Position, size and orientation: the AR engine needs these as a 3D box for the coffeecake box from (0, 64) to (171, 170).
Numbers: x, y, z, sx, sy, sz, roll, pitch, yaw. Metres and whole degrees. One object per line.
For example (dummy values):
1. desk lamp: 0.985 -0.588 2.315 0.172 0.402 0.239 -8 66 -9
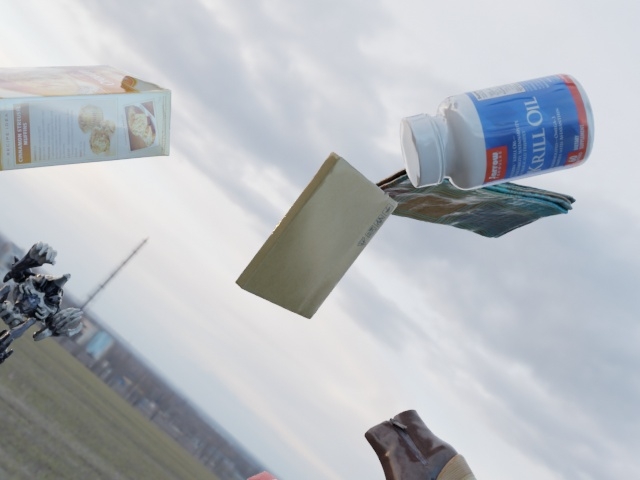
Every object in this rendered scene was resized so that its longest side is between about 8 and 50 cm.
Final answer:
1. coffeecake box: -0.257 -0.120 0.736 0.142 0.185 0.068 30 -58 46

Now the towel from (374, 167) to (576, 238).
1. towel: 0.277 -0.073 1.564 0.370 0.040 0.271 10 -16 -24

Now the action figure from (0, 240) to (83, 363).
1. action figure: -0.464 0.099 1.271 0.164 0.141 0.275 61 15 -10

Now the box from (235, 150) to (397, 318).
1. box: 0.000 0.000 0.998 0.021 0.201 0.164 40 5 36

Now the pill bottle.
1. pill bottle: 0.219 -0.132 0.991 0.124 0.221 0.124 167 -90 -85

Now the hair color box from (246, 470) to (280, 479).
1. hair color box: -0.070 0.382 0.953 0.093 0.167 0.053 23 6 25

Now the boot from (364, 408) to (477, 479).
1. boot: 0.136 0.422 1.379 0.207 0.248 0.090 44 -37 39
